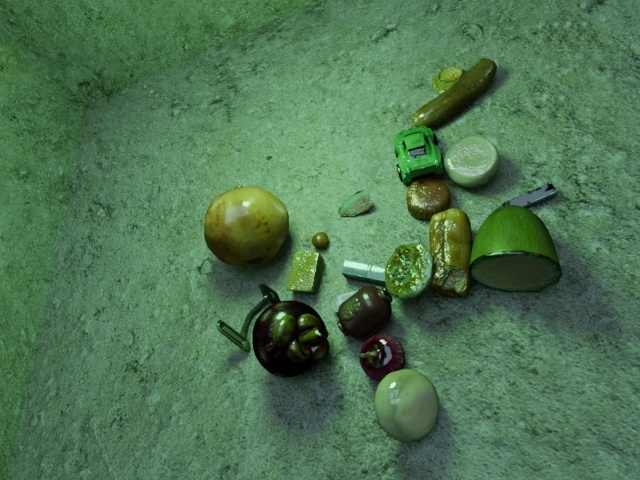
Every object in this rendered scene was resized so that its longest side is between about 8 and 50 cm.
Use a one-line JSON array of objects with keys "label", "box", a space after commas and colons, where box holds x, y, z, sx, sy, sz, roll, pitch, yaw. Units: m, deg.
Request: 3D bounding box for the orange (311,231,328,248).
[{"label": "orange", "box": [0.000, 0.000, 1.975, 0.084, 0.085, 0.085, -10, 60, 17]}]

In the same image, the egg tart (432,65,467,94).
[{"label": "egg tart", "box": [0.673, -0.835, 2.169, 0.191, 0.074, 0.192, -9, 58, 15]}]

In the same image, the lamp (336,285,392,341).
[{"label": "lamp", "box": [0.181, 0.286, 1.666, 0.258, 0.180, 0.180, -40, 53, 20]}]

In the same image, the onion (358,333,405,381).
[{"label": "onion", "box": [0.234, 0.442, 1.592, 0.177, 0.154, 0.178, -3, 58, 6]}]

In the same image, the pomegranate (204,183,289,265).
[{"label": "pomegranate", "box": [-0.346, -0.084, 1.973, 0.410, 0.411, 0.412, -10, 60, 17]}]

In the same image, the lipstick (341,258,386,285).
[{"label": "lipstick", "box": [0.236, 0.144, 1.796, 0.289, 0.076, 0.078, 9, 67, 26]}]

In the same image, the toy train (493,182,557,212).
[{"label": "toy train", "box": [0.841, -0.159, 1.743, 0.251, 0.048, 0.055, -23, 61, 15]}]

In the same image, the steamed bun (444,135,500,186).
[{"label": "steamed bun", "box": [0.663, -0.336, 1.849, 0.231, 0.145, 0.232, -6, 71, 16]}]

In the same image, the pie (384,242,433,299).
[{"label": "pie", "box": [0.342, 0.117, 1.643, 0.240, 0.054, 0.241, -31, 47, 39]}]

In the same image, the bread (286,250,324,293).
[{"label": "bread", "box": [-0.067, 0.149, 1.901, 0.138, 0.102, 0.197, 1, 66, 25]}]

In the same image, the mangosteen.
[{"label": "mangosteen", "box": [-0.106, 0.381, 1.647, 0.346, 0.306, 0.307, -20, 45, 61]}]

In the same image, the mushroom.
[{"label": "mushroom", "box": [0.294, 0.570, 1.477, 0.246, 0.246, 0.202, -59, 17, -15]}]

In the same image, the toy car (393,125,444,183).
[{"label": "toy car", "box": [0.449, -0.404, 1.947, 0.213, 0.176, 0.359, -13, 54, 14]}]

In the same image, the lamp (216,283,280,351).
[{"label": "lamp", "box": [-0.321, 0.316, 1.859, 0.283, 0.203, 0.124, -52, 38, -6]}]

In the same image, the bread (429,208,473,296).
[{"label": "bread", "box": [0.527, 0.049, 1.667, 0.148, 0.195, 0.344, -14, 56, 38]}]

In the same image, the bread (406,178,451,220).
[{"label": "bread", "box": [0.478, -0.187, 1.867, 0.198, 0.104, 0.199, -9, 60, 16]}]

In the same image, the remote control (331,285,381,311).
[{"label": "remote control", "box": [0.157, 0.254, 1.790, 0.228, 0.044, 0.073, -14, 73, 5]}]

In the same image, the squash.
[{"label": "squash", "box": [0.719, -0.008, 1.557, 0.309, 0.310, 0.309, 2, 61, 23]}]

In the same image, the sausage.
[{"label": "sausage", "box": [0.665, -0.707, 2.062, 0.500, 0.123, 0.136, -40, 94, -1]}]

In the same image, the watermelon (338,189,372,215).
[{"label": "watermelon", "box": [0.168, -0.168, 2.006, 0.180, 0.081, 0.094, -19, 72, 30]}]
